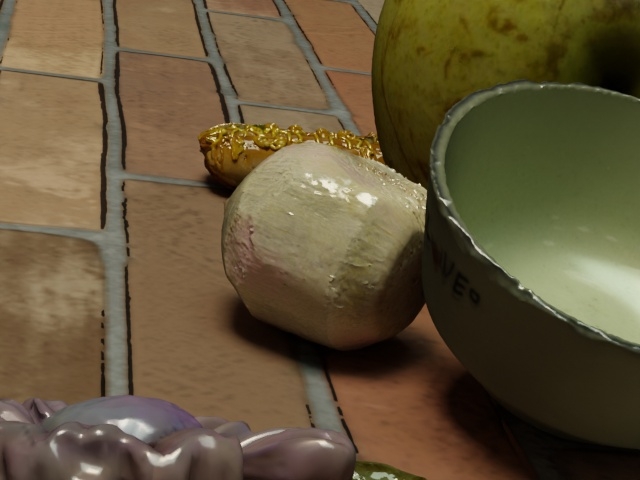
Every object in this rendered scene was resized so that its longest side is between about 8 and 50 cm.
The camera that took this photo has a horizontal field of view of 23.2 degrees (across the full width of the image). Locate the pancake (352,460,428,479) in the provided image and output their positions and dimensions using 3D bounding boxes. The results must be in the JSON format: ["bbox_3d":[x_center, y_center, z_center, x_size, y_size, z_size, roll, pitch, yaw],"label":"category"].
[{"bbox_3d":[0.017,0.117,0.637,0.108,0.017,0.108,10,21,-4],"label":"pancake"}]

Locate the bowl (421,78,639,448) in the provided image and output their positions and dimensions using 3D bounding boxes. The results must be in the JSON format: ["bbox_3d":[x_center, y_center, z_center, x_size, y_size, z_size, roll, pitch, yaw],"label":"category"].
[{"bbox_3d":[0.140,0.024,0.776,0.211,0.112,0.211,10,39,-8],"label":"bowl"}]

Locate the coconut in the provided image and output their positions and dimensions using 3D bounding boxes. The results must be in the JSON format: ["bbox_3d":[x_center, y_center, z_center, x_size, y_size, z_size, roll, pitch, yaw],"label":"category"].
[{"bbox_3d":[0.000,0.000,0.841,0.124,0.110,0.110,26,24,26],"label":"coconut"}]

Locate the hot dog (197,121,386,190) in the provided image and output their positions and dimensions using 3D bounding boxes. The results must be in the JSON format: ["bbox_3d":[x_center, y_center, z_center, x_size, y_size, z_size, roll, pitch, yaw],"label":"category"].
[{"bbox_3d":[-0.007,-0.055,1.094,0.165,0.045,0.071,5,21,-16],"label":"hot dog"}]

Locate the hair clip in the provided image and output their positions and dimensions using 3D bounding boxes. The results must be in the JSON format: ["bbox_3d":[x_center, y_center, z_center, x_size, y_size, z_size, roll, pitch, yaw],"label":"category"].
[{"bbox_3d":[-0.122,0.093,0.527,0.173,0.069,0.300,3,12,39],"label":"hair clip"}]

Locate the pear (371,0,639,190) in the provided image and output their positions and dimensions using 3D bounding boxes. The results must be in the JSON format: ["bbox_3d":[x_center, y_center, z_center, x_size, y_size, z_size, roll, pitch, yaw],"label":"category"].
[{"bbox_3d":[0.167,-0.098,0.974,0.283,0.284,0.283,9,18,-3],"label":"pear"}]
